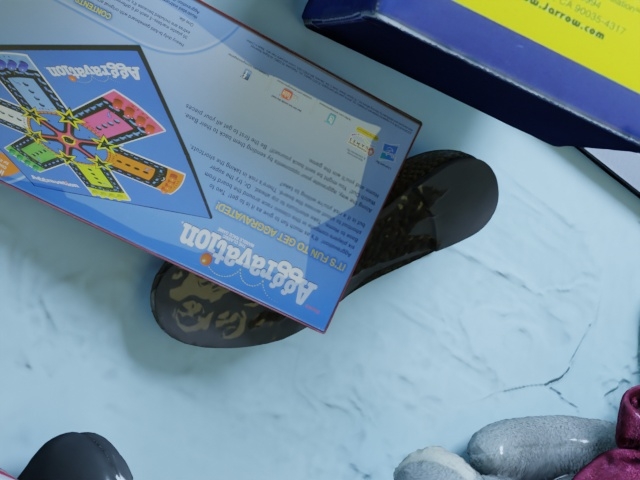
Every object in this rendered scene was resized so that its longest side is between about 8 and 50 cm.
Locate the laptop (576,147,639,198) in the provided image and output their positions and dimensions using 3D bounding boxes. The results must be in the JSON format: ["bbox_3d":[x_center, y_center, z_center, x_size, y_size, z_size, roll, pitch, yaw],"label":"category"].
[{"bbox_3d":[0.418,-0.149,1.372,0.408,0.236,0.382,33,83,-39],"label":"laptop"}]

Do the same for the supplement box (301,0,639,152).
[{"bbox_3d":[0.161,-0.250,1.137,0.195,0.194,0.356,25,89,-13],"label":"supplement box"}]

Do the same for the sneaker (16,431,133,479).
[{"bbox_3d":[-0.218,0.253,1.100,0.146,0.122,0.330,27,87,-42],"label":"sneaker"}]

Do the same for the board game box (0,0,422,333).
[{"bbox_3d":[-0.083,-0.064,1.126,0.281,0.027,0.145,27,86,-28],"label":"board game box"}]

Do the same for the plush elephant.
[{"bbox_3d":[0.259,0.164,1.346,0.255,0.272,0.330,-55,158,7],"label":"plush elephant"}]

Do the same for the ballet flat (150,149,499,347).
[{"bbox_3d":[0.000,0.000,1.232,0.250,0.058,0.084,-24,114,-24],"label":"ballet flat"}]

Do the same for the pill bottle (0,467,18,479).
[{"bbox_3d":[-0.219,0.174,0.948,0.176,0.318,0.176,-13,112,-34],"label":"pill bottle"}]
